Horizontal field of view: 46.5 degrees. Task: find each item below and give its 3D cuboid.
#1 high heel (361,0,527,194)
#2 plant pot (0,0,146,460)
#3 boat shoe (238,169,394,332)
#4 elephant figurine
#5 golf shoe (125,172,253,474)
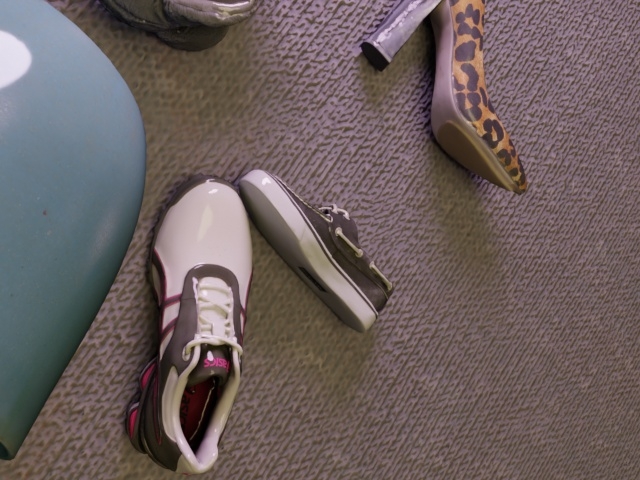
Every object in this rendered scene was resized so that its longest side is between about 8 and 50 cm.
[{"bbox_3d":[0.191,-0.193,0.845,0.261,0.093,0.186,45,77,-15],"label":"high heel"},{"bbox_3d":[-0.257,-0.035,0.497,0.293,0.293,0.235,45,57,-25],"label":"plant pot"},{"bbox_3d":[0.000,0.000,0.762,0.070,0.077,0.219,-49,123,-18],"label":"boat shoe"},{"bbox_3d":[-0.118,-0.240,0.650,0.239,0.186,0.169,-54,160,-5],"label":"elephant figurine"},{"bbox_3d":[-0.101,0.074,0.680,0.105,0.120,0.273,9,87,-29],"label":"golf shoe"}]
